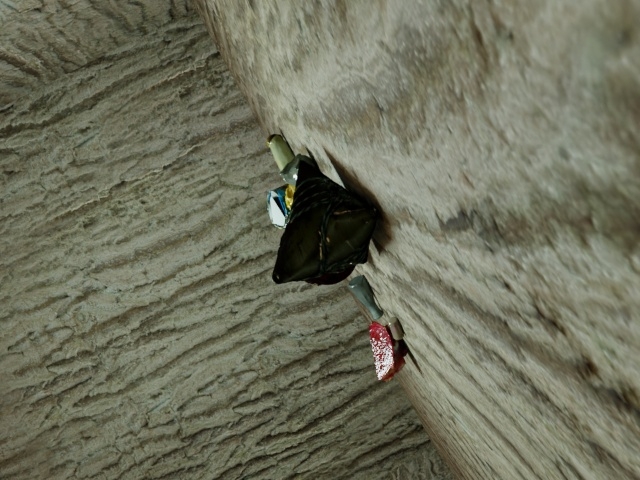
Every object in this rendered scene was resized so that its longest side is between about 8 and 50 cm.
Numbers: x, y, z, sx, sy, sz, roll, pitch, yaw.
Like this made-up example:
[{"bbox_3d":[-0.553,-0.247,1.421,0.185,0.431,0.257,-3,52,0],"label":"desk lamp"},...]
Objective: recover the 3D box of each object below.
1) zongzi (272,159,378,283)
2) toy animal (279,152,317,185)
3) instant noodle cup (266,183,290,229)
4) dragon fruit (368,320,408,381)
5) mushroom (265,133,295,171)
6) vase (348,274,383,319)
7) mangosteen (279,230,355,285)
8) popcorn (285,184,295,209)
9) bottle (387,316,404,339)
[{"bbox_3d":[0.002,-0.078,1.326,0.362,0.319,0.383,59,-165,5],"label":"zongzi"},{"bbox_3d":[-0.025,-0.197,1.803,0.251,0.127,0.125,47,170,-25],"label":"toy animal"},{"bbox_3d":[-0.122,-0.160,2.186,0.240,0.178,0.240,37,136,46],"label":"instant noodle cup"},{"bbox_3d":[0.316,0.466,2.118,0.161,0.126,0.273,20,-130,-40],"label":"dragon fruit"},{"bbox_3d":[-0.152,-0.361,2.348,0.087,0.107,0.333,-23,97,46],"label":"mushroom"},{"bbox_3d":[0.214,0.266,2.233,0.214,0.086,0.086,57,178,-17],"label":"vase"},{"bbox_3d":[0.001,0.018,1.765,0.297,0.293,0.297,18,161,6],"label":"mangosteen"},{"bbox_3d":[-0.055,-0.174,1.937,0.180,0.180,0.170,59,156,31],"label":"popcorn"},{"bbox_3d":[0.292,0.341,1.893,0.096,0.045,0.045,66,175,-35],"label":"bottle"}]
